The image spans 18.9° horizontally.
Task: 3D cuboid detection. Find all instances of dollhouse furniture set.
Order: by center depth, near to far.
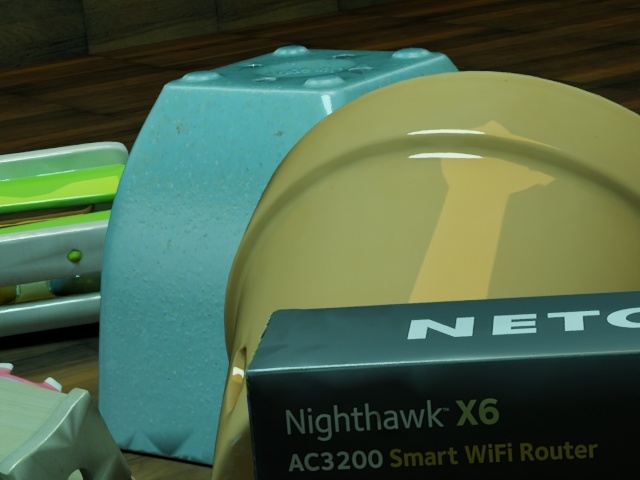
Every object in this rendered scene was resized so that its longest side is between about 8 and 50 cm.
[{"bbox_3d":[-0.199,0.176,1.023,0.129,0.129,0.183,8,44,41],"label":"dollhouse furniture set"}]

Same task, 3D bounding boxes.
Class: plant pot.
[{"bbox_3d":[0.072,0.091,0.956,0.291,0.291,0.203,0,32,19],"label":"plant pot"},{"bbox_3d":[0.000,0.000,1.326,0.247,0.252,0.248,5,17,36],"label":"plant pot"}]

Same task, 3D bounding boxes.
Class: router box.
[{"bbox_3d":[0.137,0.143,0.730,0.309,0.243,0.081,-4,14,8],"label":"router box"}]

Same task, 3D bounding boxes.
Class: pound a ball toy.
[{"bbox_3d":[-0.293,0.048,1.555,0.319,0.135,0.208,-9,38,-10],"label":"pound a ball toy"}]

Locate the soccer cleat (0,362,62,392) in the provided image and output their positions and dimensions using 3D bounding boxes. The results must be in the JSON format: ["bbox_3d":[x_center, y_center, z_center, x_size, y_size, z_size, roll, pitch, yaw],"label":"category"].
[{"bbox_3d":[-0.266,0.133,1.287,0.248,0.083,0.095,6,47,23],"label":"soccer cleat"}]
